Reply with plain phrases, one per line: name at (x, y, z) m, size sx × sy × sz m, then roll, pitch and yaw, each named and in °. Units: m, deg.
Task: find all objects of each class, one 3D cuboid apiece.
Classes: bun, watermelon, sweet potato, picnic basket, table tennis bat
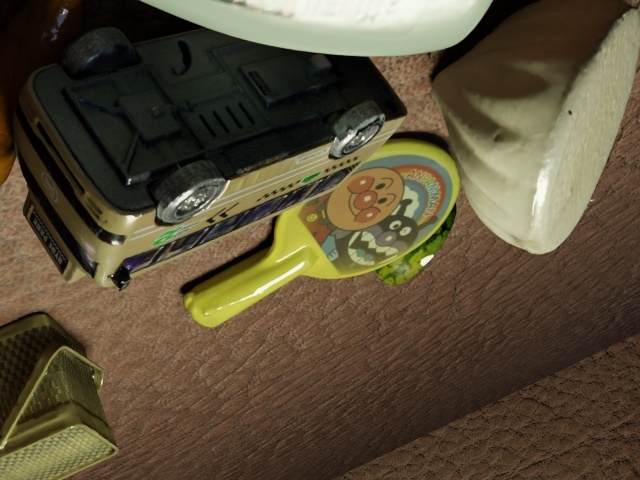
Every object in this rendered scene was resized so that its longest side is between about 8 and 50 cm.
bun at (0.198, -0.129, 0.896) m, size 0.263 × 0.175 × 0.263 m, roll -47°, pitch 150°, yaw -39°
watermelon at (0.106, -0.002, 1.182) m, size 0.069 × 0.087 × 0.163 m, roll 35°, pitch 120°, yaw -21°
sweet potato at (-0.225, -0.100, 0.643) m, size 0.057 × 0.057 × 0.264 m, roll -2°, pitch 150°, yaw -43°
picnic basket at (-0.377, 0.210, 0.997) m, size 0.266 × 0.139 × 0.165 m, roll -24°, pitch 156°, yaw -6°
table tennis bat at (0.000, 0.000, 1.058) m, size 0.368 × 0.054 × 0.224 m, roll -29°, pitch 145°, yaw 6°

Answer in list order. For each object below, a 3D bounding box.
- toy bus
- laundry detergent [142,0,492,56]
toy bus at (-0.083, -0.075, 0.670) m, size 0.289 × 0.139 × 0.157 m, roll -28°, pitch 165°, yaw -41°
laundry detergent at (-0.079, -0.221, 0.429) m, size 0.397 × 0.125 × 0.264 m, roll 0°, pitch 139°, yaw -21°
